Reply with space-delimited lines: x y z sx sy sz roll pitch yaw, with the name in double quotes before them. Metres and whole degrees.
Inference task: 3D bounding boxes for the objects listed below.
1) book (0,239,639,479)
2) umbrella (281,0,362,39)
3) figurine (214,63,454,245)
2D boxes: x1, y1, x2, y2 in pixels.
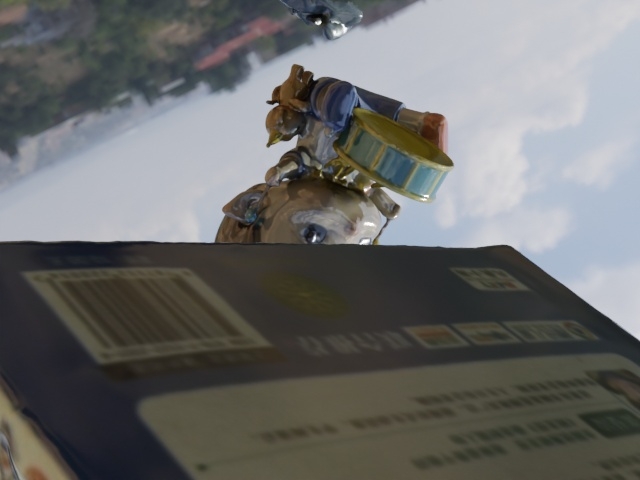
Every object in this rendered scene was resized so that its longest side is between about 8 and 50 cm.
"book" 0.099 0.119 0.349 0.300 0.039 0.428 1 -150 -42
"umbrella" -0.055 -0.265 0.730 0.094 0.349 0.143 -25 -132 11
"figurine" -0.004 -0.005 1.070 0.161 0.275 0.158 12 -155 -37
